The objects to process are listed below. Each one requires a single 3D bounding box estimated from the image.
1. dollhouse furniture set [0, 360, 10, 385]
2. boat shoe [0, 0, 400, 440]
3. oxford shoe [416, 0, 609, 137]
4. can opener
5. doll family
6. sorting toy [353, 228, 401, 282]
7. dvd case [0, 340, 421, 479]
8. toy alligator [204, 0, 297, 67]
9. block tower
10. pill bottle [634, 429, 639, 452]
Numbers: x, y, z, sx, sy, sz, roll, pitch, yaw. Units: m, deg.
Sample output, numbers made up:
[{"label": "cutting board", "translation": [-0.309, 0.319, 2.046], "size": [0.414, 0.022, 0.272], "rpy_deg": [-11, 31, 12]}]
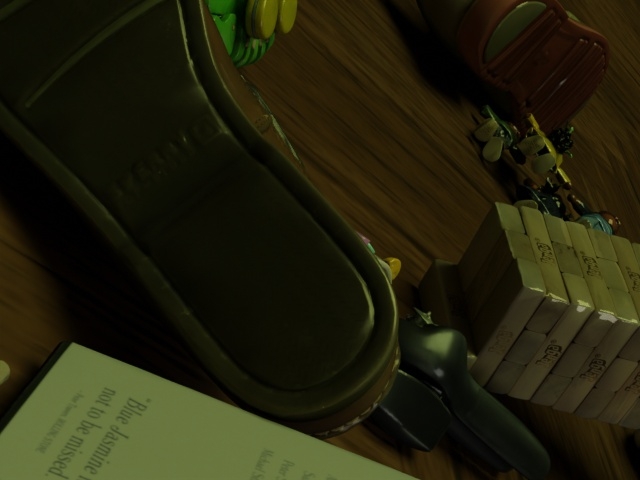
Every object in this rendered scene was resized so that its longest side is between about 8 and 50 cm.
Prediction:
[{"label": "dollhouse furniture set", "translation": [-0.153, 0.015, 0.384], "size": [0.114, 0.091, 0.081], "rpy_deg": [51, 7, -10]}, {"label": "boat shoe", "translation": [-0.075, -0.042, 0.605], "size": [0.307, 0.111, 0.104], "rpy_deg": [59, -5, 17]}, {"label": "oxford shoe", "translation": [0.188, -0.198, 1.339], "size": [0.130, 0.123, 0.348], "rpy_deg": [45, 5, 25]}, {"label": "can opener", "translation": [0.077, 0.097, 0.807], "size": [0.059, 0.073, 0.186], "rpy_deg": [25, -10, 43]}, {"label": "doll family", "translation": [0.216, -0.051, 1.269], "size": [0.193, 0.076, 0.111], "rpy_deg": [65, 18, 3]}, {"label": "sorting toy", "translation": [0.000, 0.000, 0.784], "size": [0.075, 0.045, 0.083], "rpy_deg": [49, 13, 34]}, {"label": "dvd case", "translation": [-0.001, 0.124, 0.442], "size": [0.253, 0.022, 0.180], "rpy_deg": [22, 25, 2]}, {"label": "toy alligator", "translation": [-0.059, -0.123, 0.798], "size": [0.190, 0.056, 0.051], "rpy_deg": [-38, 137, -68]}, {"label": "block tower", "translation": [0.239, 0.071, 0.915], "size": [0.335, 0.097, 0.091], "rpy_deg": [14, 38, -17]}, {"label": "pill bottle", "translation": [0.358, 0.229, 1.134], "size": [0.117, 0.117, 0.215], "rpy_deg": [5, 57, -64]}]
